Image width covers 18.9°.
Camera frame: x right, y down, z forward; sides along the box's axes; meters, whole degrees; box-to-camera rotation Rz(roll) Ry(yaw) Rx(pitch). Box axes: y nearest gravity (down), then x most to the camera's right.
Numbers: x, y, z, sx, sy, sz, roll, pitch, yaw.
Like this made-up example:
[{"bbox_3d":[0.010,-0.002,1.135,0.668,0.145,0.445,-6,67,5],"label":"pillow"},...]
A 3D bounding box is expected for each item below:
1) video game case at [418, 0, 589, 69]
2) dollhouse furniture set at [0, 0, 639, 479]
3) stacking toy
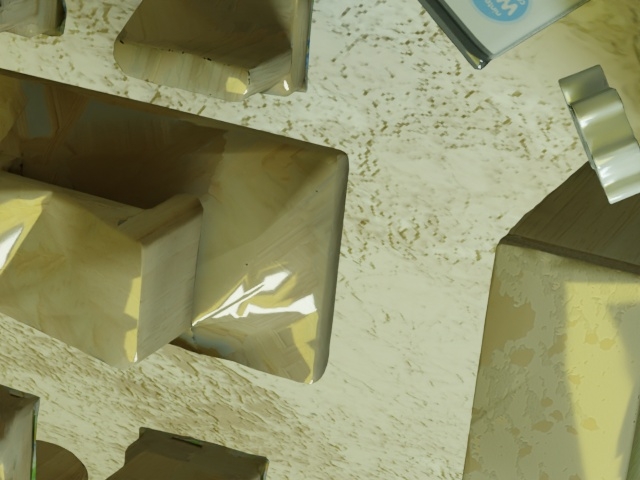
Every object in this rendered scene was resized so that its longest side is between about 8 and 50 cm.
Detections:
[{"bbox_3d":[0.055,-0.217,0.649,0.275,0.035,0.248,49,137,-11],"label":"video game case"},{"bbox_3d":[0.000,0.000,0.948,0.394,0.256,0.362,15,113,21],"label":"dollhouse furniture set"},{"bbox_3d":[0.203,0.001,0.711,0.167,0.052,0.221,-23,111,7],"label":"stacking toy"}]
